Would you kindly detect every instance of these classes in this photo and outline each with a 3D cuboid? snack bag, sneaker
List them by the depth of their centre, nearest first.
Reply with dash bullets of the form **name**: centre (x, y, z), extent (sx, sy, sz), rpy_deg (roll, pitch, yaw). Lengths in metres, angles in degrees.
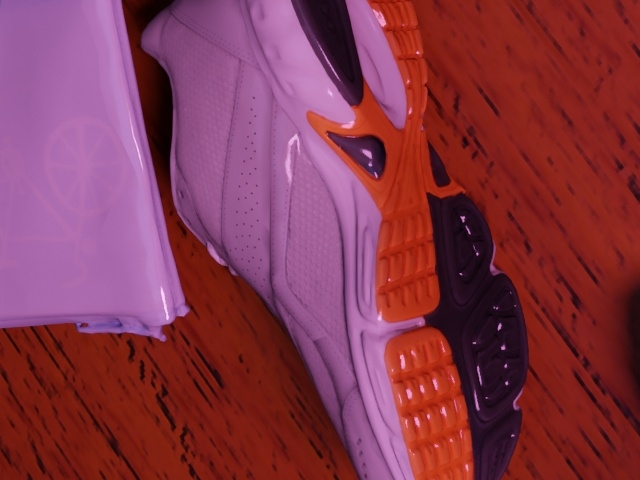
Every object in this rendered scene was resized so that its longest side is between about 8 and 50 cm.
- **sneaker**: centre (0.000, 0.000, 0.729), extent (0.121, 0.099, 0.262), rpy_deg (-20, 81, 39)
- **snack bag**: centre (-0.221, -0.107, 0.834), extent (0.323, 0.037, 0.342), rpy_deg (-6, 98, 37)
